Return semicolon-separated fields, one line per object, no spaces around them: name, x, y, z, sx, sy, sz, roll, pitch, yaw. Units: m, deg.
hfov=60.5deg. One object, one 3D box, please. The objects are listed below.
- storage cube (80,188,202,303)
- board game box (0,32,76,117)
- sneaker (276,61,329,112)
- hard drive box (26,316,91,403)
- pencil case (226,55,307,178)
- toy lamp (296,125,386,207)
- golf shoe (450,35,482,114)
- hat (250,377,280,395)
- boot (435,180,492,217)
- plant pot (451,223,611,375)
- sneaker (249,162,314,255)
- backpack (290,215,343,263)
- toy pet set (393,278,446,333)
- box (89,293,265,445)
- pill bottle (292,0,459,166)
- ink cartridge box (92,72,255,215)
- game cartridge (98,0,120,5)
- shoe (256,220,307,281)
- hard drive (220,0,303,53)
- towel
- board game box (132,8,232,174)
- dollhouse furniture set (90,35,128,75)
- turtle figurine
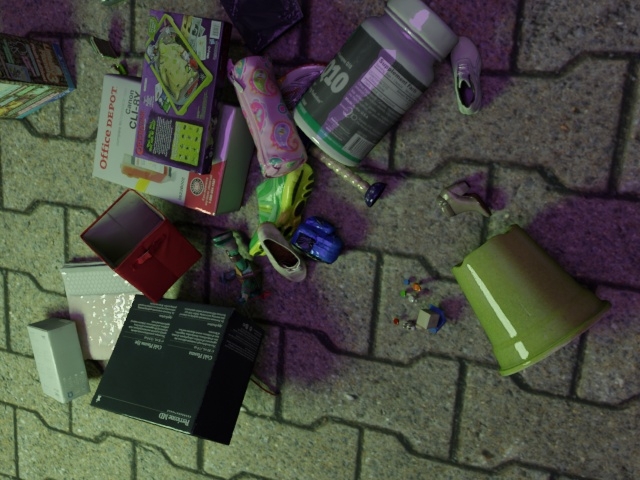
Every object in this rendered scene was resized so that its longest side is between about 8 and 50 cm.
storage cube;-0.468;0.014;1.451;0.215;0.193;0.184;33;75;35
board game box;-0.878;-0.445;1.498;0.231;0.291;0.141;-18;94;20
sneaker;-0.056;-0.371;1.358;0.225;0.088;0.093;-21;98;30
hard drive box;-0.820;0.369;1.718;0.181;0.089;0.232;0;103;44
pencil case;-0.127;-0.290;1.280;0.124;0.124;0.284;-23;85;21
toy lamp;0.033;-0.190;1.362;0.274;0.080;0.080;35;109;8
golf shoe;0.327;-0.371;1.223;0.069;0.086;0.176;-10;96;22
hat;-0.264;0.388;1.606;0.173;0.183;0.209;-39;44;10
boot;0.337;-0.082;1.306;0.087;0.042;0.118;-40;86;27
plant pot;0.436;0.113;1.211;0.276;0.276;0.254;-39;76;21
sneaker;-0.112;-0.087;1.432;0.123;0.109;0.296;45;119;36
backpack;0.000;0.000;1.401;0.120;0.098;0.101;32;105;11
toy pet set;0.257;0.173;1.383;0.114;0.065;0.122;28;109;48
box;-0.370;0.332;1.446;0.343;0.179;0.313;5;64;27
pill bottle;0.121;-0.360;1.230;0.204;0.204;0.361;45;110;5
ink cartridge box;-0.382;-0.254;1.442;0.384;0.160;0.280;18;105;15
game cartridge;-0.452;-0.780;1.415;0.354;0.068;0.230;-12;93;20
shoe;-0.096;0.044;1.405;0.076;0.058;0.219;-31;129;5
hard drive;-0.159;-0.611;1.352;0.172;0.054;0.255;-30;90;22
towel;-0.636;0.214;1.681;0.331;0.053;0.317;-5;100;20
board game box;-0.328;-0.346;1.289;0.208;0.056;0.347;16;104;16
dollhouse furniture set;-0.587;-0.478;1.510;0.058;0.076;0.152;-28;92;21
turtle figurine;-0.219;0.096;1.488;0.175;0.118;0.234;10;123;59
